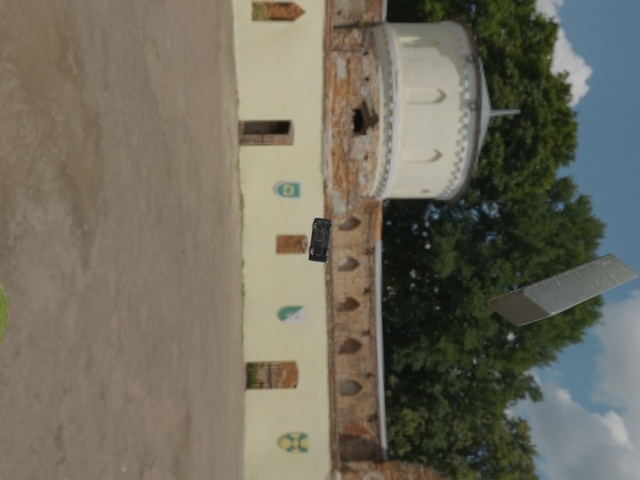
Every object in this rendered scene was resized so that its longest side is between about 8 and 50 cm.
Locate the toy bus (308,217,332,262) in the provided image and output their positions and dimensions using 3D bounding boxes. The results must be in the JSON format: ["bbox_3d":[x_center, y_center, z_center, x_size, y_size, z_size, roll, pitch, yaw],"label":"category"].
[{"bbox_3d":[0.000,0.000,1.122,0.046,0.038,0.083,70,27,-86],"label":"toy bus"}]

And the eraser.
[{"bbox_3d":[0.528,0.106,1.274,0.111,0.353,0.077,-37,-109,59],"label":"eraser"}]

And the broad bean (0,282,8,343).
[{"bbox_3d":[-0.445,0.073,0.701,0.082,0.125,0.174,8,-64,68],"label":"broad bean"}]
